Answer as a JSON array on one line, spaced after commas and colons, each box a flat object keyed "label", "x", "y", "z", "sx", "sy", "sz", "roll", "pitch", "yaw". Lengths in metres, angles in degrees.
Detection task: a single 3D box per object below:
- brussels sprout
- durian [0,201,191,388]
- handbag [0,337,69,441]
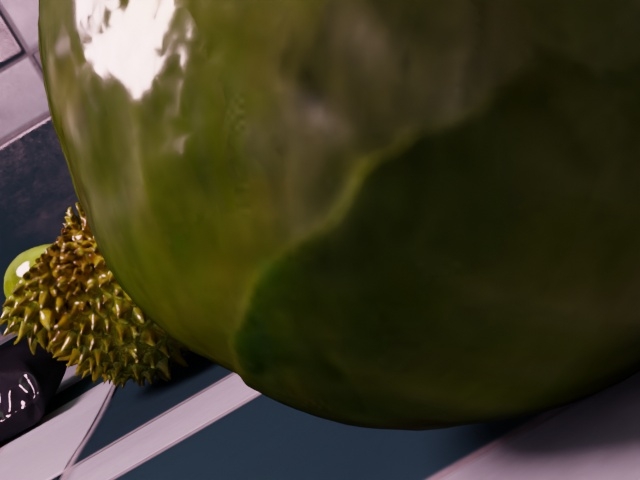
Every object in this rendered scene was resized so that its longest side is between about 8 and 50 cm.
[{"label": "brussels sprout", "x": 0.060, "y": -0.065, "z": 0.583, "sx": 0.355, "sy": 0.281, "sz": 0.289, "roll": -8, "pitch": -9, "yaw": 7}, {"label": "durian", "x": -0.160, "y": 0.025, "z": 1.212, "sx": 0.200, "sy": 0.176, "sz": 0.237, "roll": -50, "pitch": 8, "yaw": 25}, {"label": "handbag", "x": -0.367, "y": 0.174, "z": 1.502, "sx": 0.211, "sy": 0.088, "sz": 0.254, "roll": -28, "pitch": 10, "yaw": 5}]
